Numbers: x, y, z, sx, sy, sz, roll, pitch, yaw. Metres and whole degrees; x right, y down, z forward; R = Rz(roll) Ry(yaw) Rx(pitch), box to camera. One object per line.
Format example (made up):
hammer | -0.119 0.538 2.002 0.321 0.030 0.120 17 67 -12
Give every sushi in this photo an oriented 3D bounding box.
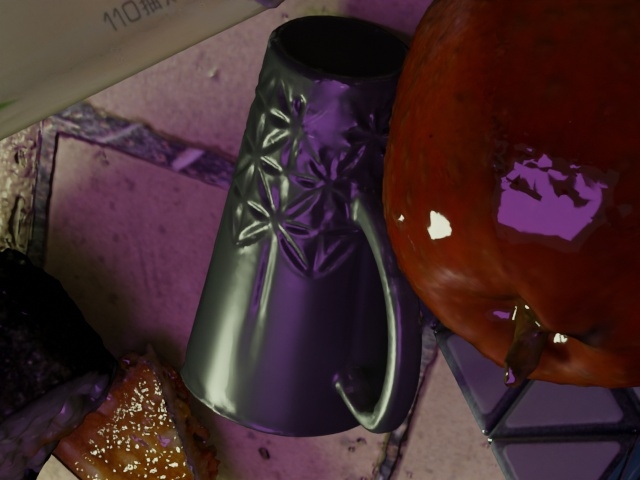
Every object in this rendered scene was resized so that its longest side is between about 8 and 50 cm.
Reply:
sushi | -0.318 0.147 1.385 0.171 0.211 0.350 50 128 14

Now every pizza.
pizza | -0.140 0.164 1.435 0.201 0.053 0.193 33 132 11

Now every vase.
vase | 0.000 0.000 1.200 0.251 0.156 0.300 44 136 42

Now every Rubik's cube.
Rubik's cube | 0.204 0.090 1.193 0.233 0.228 0.228 -5 176 -19

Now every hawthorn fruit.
hawthorn fruit | 0.163 -0.041 1.027 0.275 0.299 0.275 19 152 10

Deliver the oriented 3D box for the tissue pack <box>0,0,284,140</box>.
tissue pack | -0.234 -0.235 1.083 0.405 0.205 0.331 -22 110 32
